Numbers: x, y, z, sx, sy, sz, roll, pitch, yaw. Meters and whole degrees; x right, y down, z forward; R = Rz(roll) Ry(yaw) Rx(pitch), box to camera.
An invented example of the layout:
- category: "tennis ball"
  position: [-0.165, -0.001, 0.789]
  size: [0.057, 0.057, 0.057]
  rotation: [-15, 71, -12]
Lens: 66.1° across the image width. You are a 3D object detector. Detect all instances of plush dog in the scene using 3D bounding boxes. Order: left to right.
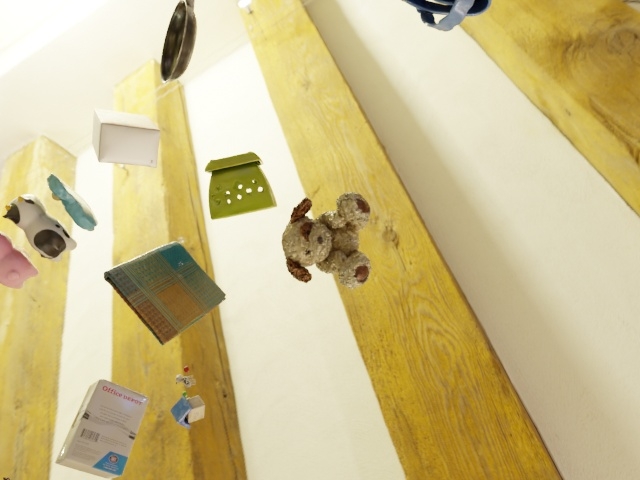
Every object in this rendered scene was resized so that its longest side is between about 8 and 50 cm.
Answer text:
- category: "plush dog"
  position: [0.000, 0.000, 1.349]
  size: [0.210, 0.225, 0.263]
  rotation: [-6, -98, 64]

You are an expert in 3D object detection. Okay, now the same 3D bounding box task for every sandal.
- category: "sandal"
  position: [0.220, -0.411, 0.785]
  size: [0.317, 0.126, 0.138]
  rotation: [-36, -98, -36]

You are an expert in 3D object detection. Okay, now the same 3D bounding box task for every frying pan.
- category: "frying pan"
  position: [-0.332, -0.529, 1.171]
  size: [0.197, 0.053, 0.327]
  rotation: [-7, -105, 57]

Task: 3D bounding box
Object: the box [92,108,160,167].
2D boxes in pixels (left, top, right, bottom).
- category: "box"
  position: [-0.465, -0.245, 1.170]
  size: [0.170, 0.130, 0.091]
  rotation: [41, -57, 52]

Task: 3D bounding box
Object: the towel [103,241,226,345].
- category: "towel"
  position: [-0.466, 0.147, 1.525]
  size: [0.040, 0.370, 0.271]
  rotation: [-41, -90, 21]

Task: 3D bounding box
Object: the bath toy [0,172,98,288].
- category: "bath toy"
  position: [-0.639, 0.018, 0.999]
  size: [0.151, 0.129, 0.348]
  rotation: [42, -103, 15]

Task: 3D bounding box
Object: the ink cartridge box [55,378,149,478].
- category: "ink cartridge box"
  position: [-0.523, 0.456, 1.193]
  size: [0.082, 0.139, 0.191]
  rotation: [-34, -146, 38]

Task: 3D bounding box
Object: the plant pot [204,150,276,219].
- category: "plant pot"
  position: [-0.289, -0.195, 1.763]
  size: [0.228, 0.227, 0.207]
  rotation: [-13, -85, -1]

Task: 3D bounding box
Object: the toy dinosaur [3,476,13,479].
- category: "toy dinosaur"
  position: [-0.897, 0.700, 1.243]
  size: [0.127, 0.296, 0.200]
  rotation: [7, -155, 8]

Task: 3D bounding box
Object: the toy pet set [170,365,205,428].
- category: "toy pet set"
  position: [-0.313, 0.369, 1.106]
  size: [0.114, 0.065, 0.122]
  rotation: [35, -56, 45]
